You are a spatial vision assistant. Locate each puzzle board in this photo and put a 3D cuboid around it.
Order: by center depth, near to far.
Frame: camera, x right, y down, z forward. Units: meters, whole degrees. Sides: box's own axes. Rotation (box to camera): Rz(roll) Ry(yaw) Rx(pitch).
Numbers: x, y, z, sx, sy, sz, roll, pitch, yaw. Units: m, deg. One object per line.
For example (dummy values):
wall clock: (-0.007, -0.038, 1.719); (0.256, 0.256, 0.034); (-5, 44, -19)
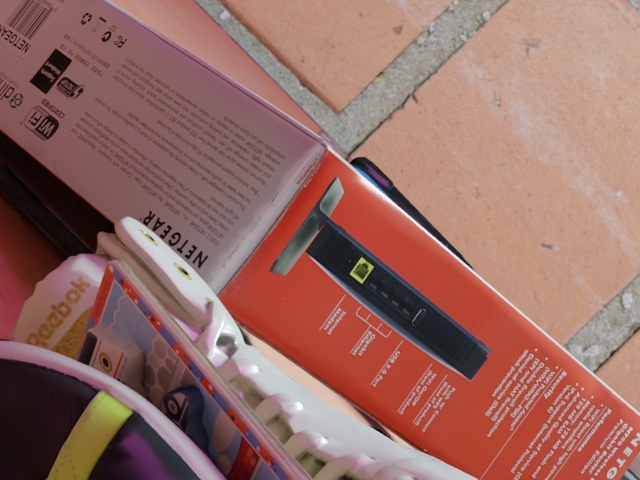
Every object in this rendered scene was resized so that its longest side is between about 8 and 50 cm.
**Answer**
puzzle board: (-0.047, 0.080, 0.535); (0.011, 0.128, 0.096); (-23, 60, -39)

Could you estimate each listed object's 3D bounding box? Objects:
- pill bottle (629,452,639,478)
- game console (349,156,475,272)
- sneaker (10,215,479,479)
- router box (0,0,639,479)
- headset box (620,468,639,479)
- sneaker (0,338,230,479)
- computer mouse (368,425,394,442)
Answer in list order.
pill bottle: (0.238, 0.235, 1.275); (0.216, 0.121, 0.121); (42, 7, -32)
game console: (0.068, 0.100, 1.477); (0.293, 0.173, 0.250); (45, 37, 3)
sneaker: (-0.027, 0.079, 0.588); (0.169, 0.108, 0.292); (41, -9, -19)
router box: (-0.029, -0.006, 0.965); (0.301, 0.082, 0.335); (39, -2, -43)
headset box: (0.188, 0.233, 1.013); (0.218, 0.110, 0.293); (44, 6, -11)
sneaker: (-0.043, 0.109, 0.435); (0.234, 0.084, 0.097); (48, 9, 22)
computer mouse: (0.032, 0.158, 0.859); (0.071, 0.041, 0.242); (45, 13, -17)
